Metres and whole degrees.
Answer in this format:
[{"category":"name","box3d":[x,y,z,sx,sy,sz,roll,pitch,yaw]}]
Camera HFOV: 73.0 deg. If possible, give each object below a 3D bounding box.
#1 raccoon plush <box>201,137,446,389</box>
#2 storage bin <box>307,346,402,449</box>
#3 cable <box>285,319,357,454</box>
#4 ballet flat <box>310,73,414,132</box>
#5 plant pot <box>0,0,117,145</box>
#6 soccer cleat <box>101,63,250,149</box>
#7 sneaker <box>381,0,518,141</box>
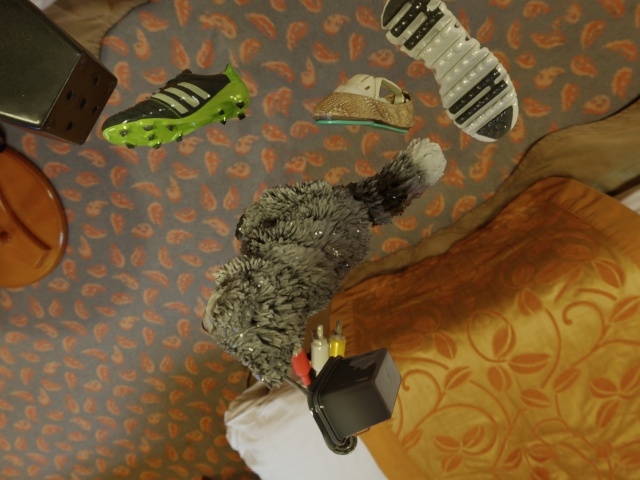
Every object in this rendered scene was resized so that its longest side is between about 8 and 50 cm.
[{"category":"raccoon plush","box3d":[0.000,0.000,0.654,0.216,0.299,0.446,41,107,-15]},{"category":"storage bin","box3d":[0.057,0.209,0.590,0.091,0.135,0.098,-26,92,22]},{"category":"cable","box3d":[-0.003,0.294,0.819,0.139,0.072,0.288,-13,98,-13]},{"category":"ballet flat","box3d":[0.060,-0.180,0.564,0.073,0.206,0.067,17,109,32]},{"category":"plant pot","box3d":[-0.425,-0.246,0.643,0.166,0.187,0.188,28,90,-5]},{"category":"soccer cleat","box3d":[-0.174,-0.163,0.522,0.178,0.060,0.072,-23,77,-18]},{"category":"sneaker","box3d":[0.224,-0.294,0.713,0.110,0.118,0.292,-33,106,34]}]
